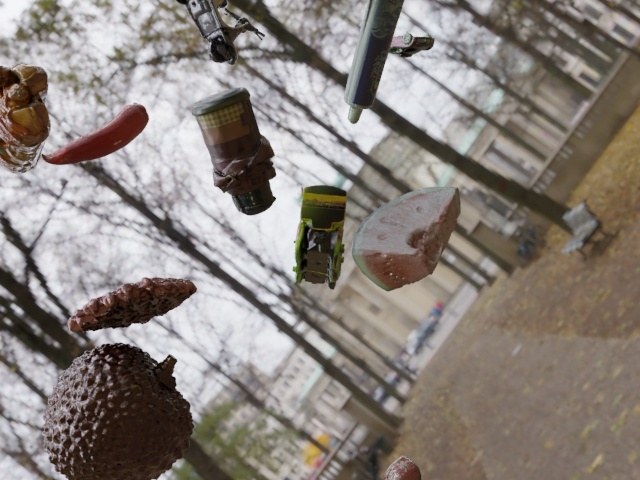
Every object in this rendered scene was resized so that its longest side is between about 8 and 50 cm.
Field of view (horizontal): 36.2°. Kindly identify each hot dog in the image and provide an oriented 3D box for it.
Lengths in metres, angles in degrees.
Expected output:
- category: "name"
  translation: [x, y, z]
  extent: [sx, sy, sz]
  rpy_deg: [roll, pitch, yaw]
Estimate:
- category: "hot dog"
  translation: [-0.563, -0.219, 1.786]
  extent: [0.349, 0.117, 0.158]
  rpy_deg: [163, 103, -69]

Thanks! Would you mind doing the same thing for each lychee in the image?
- category: "lychee"
  translation: [-0.379, 0.331, 1.846]
  extent: [0.304, 0.276, 0.276]
  rpy_deg: [-45, -7, 1]

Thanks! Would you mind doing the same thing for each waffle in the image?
- category: "waffle"
  translation: [-0.353, 0.120, 1.867]
  extent: [0.221, 0.055, 0.234]
  rpy_deg: [-30, -18, 37]

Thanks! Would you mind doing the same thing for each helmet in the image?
- category: "helmet"
  translation: [0.125, 0.379, 1.510]
  extent: [0.049, 0.065, 0.084]
  rpy_deg: [-25, -64, -27]

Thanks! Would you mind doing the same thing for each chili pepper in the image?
- category: "chili pepper"
  translation: [-0.575, -0.297, 2.652]
  extent: [0.368, 0.137, 0.092]
  rpy_deg: [-40, -37, -45]

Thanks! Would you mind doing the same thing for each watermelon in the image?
- category: "watermelon"
  translation: [0.233, 0.005, 2.372]
  extent: [0.318, 0.226, 0.148]
  rpy_deg: [-32, -56, -13]

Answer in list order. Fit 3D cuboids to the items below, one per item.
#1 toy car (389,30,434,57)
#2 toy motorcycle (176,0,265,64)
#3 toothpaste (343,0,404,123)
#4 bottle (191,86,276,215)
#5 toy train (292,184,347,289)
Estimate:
- category: "toy car"
  translation: [0.177, -0.413, 2.068]
  extent: [0.069, 0.142, 0.055]
  rpy_deg: [-4, -80, -39]
- category: "toy motorcycle"
  translation: [-0.239, -0.528, 2.227]
  extent: [0.091, 0.263, 0.157]
  rpy_deg: [-16, 14, 48]
- category: "toothpaste"
  translation: [0.082, -0.298, 1.474]
  extent: [0.047, 0.069, 0.268]
  rpy_deg: [-113, 32, -54]
- category: "bottle"
  translation: [-0.178, -0.184, 2.112]
  extent: [0.156, 0.271, 0.143]
  rpy_deg: [-25, 17, -23]
- category: "toy train"
  translation: [0.000, 0.000, 1.920]
  extent: [0.296, 0.100, 0.161]
  rpy_deg: [97, 179, -74]
